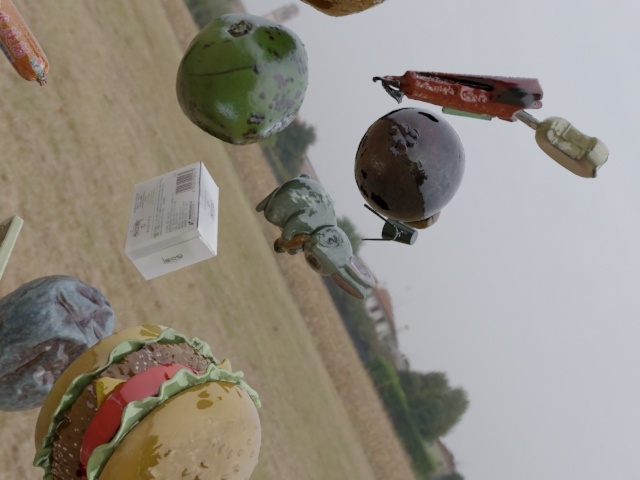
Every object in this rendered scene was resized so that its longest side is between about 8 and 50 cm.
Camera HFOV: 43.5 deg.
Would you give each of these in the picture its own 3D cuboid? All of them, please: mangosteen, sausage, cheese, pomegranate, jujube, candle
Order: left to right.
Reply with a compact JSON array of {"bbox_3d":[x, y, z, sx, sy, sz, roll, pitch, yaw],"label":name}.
[{"bbox_3d":[-0.493,-0.378,1.146,0.347,0.053,0.053,61,1,-15],"label":"sausage"},{"bbox_3d":[-0.577,0.204,1.663,0.246,0.308,0.215,63,-2,-31],"label":"jujube"},{"bbox_3d":[-0.143,-0.288,1.488,0.270,0.254,0.254,103,-31,-52],"label":"pomegranate"},{"bbox_3d":[0.100,-0.073,0.882,0.140,0.140,0.140,-25,90,-90],"label":"mangosteen"},{"bbox_3d":[0.240,-0.262,1.395,0.059,0.302,0.084,-85,-175,-68],"label":"candle"},{"bbox_3d":[0.566,-0.255,1.953,0.286,0.082,0.163,37,-2,16],"label":"cheese"}]

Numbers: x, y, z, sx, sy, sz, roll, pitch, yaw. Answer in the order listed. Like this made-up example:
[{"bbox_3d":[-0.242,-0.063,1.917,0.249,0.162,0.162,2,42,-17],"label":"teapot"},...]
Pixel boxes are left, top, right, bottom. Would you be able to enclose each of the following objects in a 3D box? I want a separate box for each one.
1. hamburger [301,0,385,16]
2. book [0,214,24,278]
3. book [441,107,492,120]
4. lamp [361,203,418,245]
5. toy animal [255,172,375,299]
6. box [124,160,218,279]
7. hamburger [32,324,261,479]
[{"bbox_3d":[0.020,-0.494,1.408,0.330,0.162,0.209,22,-13,-3],"label":"hamburger"},{"bbox_3d":[-0.654,0.076,1.432,0.027,0.264,0.202,46,35,-37],"label":"book"},{"bbox_3d":[0.296,-0.259,1.622,0.135,0.103,0.017,-40,140,-74],"label":"book"},{"bbox_3d":[0.089,-0.011,0.975,0.054,0.041,0.121,24,6,24],"label":"lamp"},{"bbox_3d":[0.001,-0.002,1.436,0.125,0.127,0.251,-15,53,-47],"label":"toy animal"},{"bbox_3d":[-0.356,-0.053,1.945,0.260,0.194,0.111,-96,163,-45],"label":"box"},{"bbox_3d":[-0.196,0.257,0.986,0.212,0.274,0.274,31,-22,39],"label":"hamburger"}]
